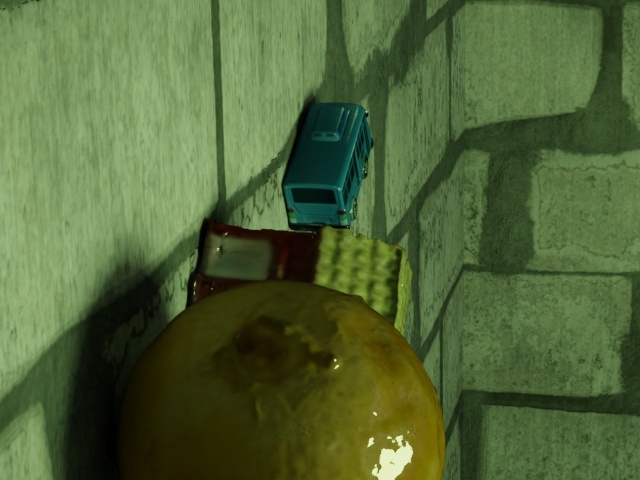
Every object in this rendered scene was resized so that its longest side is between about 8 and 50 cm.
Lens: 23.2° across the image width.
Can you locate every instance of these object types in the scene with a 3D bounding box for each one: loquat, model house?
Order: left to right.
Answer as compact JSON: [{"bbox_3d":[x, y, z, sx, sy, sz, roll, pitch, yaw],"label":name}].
[{"bbox_3d":[-0.038,0.199,1.491,0.328,0.328,0.328,3,90,-77],"label":"loquat"},{"bbox_3d":[-0.009,0.095,1.739,0.160,0.254,0.196,76,22,-61],"label":"model house"}]

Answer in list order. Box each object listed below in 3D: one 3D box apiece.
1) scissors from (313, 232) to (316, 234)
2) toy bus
[{"bbox_3d":[0.000,0.000,2.269,0.100,0.015,0.189,-63,154,-57],"label":"scissors"},{"bbox_3d":[0.013,-0.105,2.132,0.106,0.090,0.184,77,21,-44],"label":"toy bus"}]
